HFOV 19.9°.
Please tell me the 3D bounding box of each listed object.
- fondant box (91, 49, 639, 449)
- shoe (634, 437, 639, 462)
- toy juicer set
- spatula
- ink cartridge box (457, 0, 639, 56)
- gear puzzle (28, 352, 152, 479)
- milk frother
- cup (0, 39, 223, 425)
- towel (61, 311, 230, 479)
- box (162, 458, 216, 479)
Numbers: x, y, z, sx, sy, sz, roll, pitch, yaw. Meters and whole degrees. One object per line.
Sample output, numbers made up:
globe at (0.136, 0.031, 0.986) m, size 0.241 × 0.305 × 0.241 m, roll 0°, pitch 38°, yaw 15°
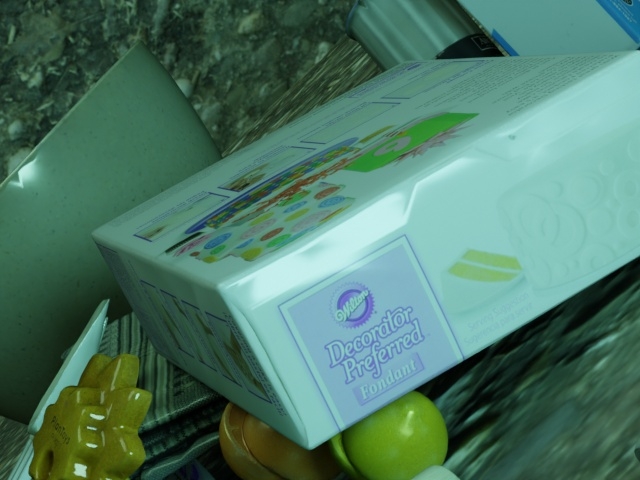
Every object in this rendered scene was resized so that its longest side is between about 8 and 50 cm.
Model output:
fondant box at (0.025, -0.010, 1.000) m, size 0.238 × 0.096 × 0.330 m, roll -29°, pitch 11°, yaw -13°
shoe at (0.159, 0.047, 0.551) m, size 0.081 × 0.063 × 0.178 m, roll -51°, pitch 6°, yaw -10°
toy juicer set at (-0.017, 0.152, 0.857) m, size 0.209 × 0.089 × 0.329 m, roll -26°, pitch 13°, yaw -11°
spatula at (-0.179, 0.144, 1.022) m, size 0.242 × 0.019 × 0.168 m, roll -62°, pitch 8°, yaw -10°
ink cartridge box at (0.178, -0.213, 1.361) m, size 0.086 × 0.148 × 0.203 m, roll -41°, pitch 9°, yaw 31°
gear puzzle at (-0.101, 0.184, 0.672) m, size 0.175 × 0.044 × 0.339 m, roll -36°, pitch 40°, yaw 43°
milk frother at (0.075, -0.111, 1.397) m, size 0.143 × 0.135 × 0.129 m, roll -40°, pitch -21°, yaw 6°
cup at (-0.176, 0.034, 1.502) m, size 0.331 × 0.237 × 0.331 m, roll -46°, pitch 9°, yaw 9°
towel at (-0.035, 0.063, 1.181) m, size 0.312 × 0.056 × 0.324 m, roll -26°, pitch 11°, yaw 1°
box at (-0.130, 0.211, 1.076) m, size 0.067 × 0.063 × 0.324 m, roll -39°, pitch 10°, yaw 19°
